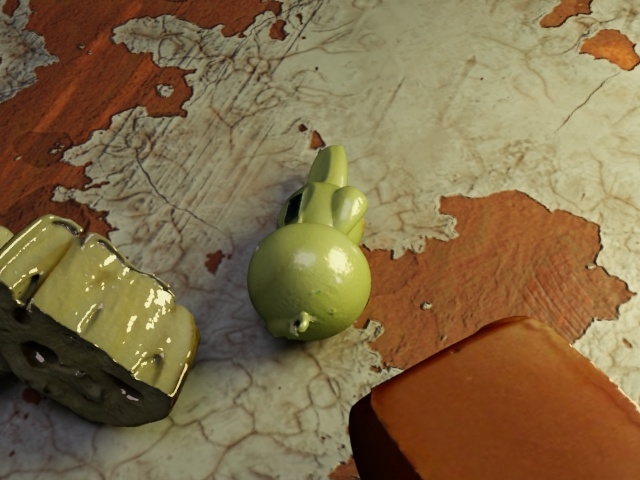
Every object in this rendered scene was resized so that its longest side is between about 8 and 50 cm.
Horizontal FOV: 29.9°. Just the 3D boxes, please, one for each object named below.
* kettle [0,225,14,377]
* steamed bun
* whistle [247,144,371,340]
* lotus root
[{"bbox_3d":[-0.451,0.101,1.293,0.243,0.160,0.210,-6,78,10],"label":"kettle"},{"bbox_3d":[0.193,0.255,1.007,0.235,0.248,0.379,-25,42,-17],"label":"steamed bun"},{"bbox_3d":[0.007,0.008,1.333,0.141,0.141,0.294,9,35,14],"label":"whistle"},{"bbox_3d":[-0.241,0.090,1.240,0.235,0.138,0.119,40,40,-7],"label":"lotus root"}]
